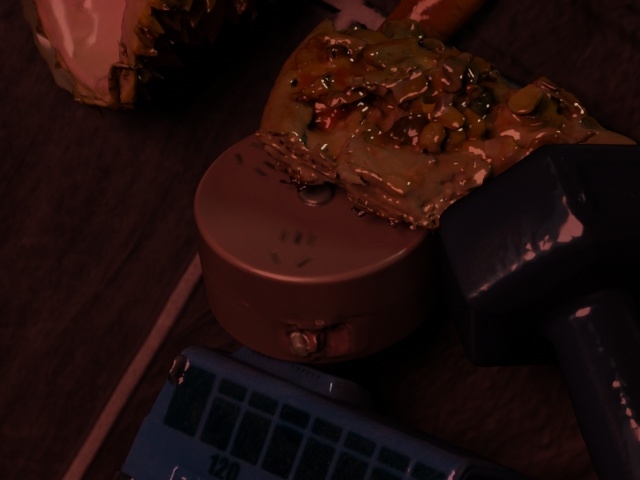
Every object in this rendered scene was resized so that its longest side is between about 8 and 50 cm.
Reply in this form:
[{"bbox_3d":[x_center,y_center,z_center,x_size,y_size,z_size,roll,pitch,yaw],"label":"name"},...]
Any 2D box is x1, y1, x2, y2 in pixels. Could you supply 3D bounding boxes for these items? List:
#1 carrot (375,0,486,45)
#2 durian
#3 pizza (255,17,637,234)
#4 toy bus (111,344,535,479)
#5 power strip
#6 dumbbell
[{"bbox_3d":[0.024,-0.093,1.227,0.248,0.043,0.043,-48,54,15],"label":"carrot"},{"bbox_3d":[-0.147,-0.187,1.318,0.305,0.185,0.196,39,117,41],"label":"durian"},{"bbox_3d":[0.067,-0.072,1.110,0.226,0.069,0.147,25,46,27],"label":"pizza"},{"bbox_3d":[0.000,0.148,1.116,0.234,0.116,0.133,20,89,37],"label":"toy bus"},{"bbox_3d":[0.000,0.000,1.141,0.154,0.078,0.154,-2,42,2],"label":"power strip"},{"bbox_3d":[0.171,0.109,0.989,0.144,0.160,0.325,-16,61,-1],"label":"dumbbell"}]
